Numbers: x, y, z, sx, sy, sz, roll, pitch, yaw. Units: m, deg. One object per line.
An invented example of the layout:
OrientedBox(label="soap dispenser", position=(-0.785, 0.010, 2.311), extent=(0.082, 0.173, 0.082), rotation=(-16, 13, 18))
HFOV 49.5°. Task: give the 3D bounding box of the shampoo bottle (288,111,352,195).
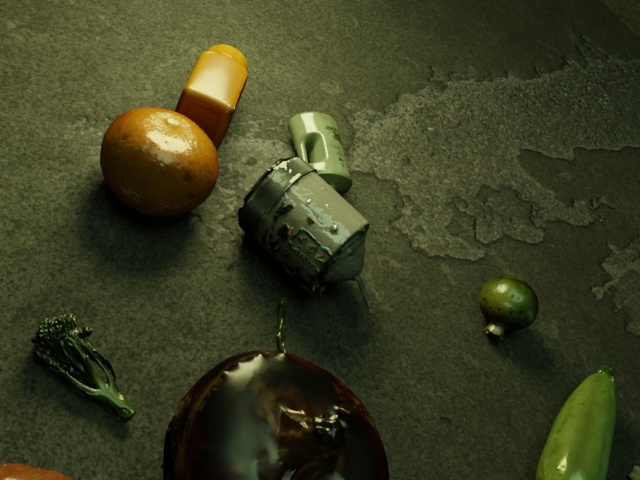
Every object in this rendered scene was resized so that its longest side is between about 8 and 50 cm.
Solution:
OrientedBox(label="shampoo bottle", position=(0.004, -0.169, 1.516), extent=(0.118, 0.087, 0.234), rotation=(6, 53, -27))

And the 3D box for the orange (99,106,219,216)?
OrientedBox(label="orange", position=(-0.298, -0.144, 1.289), extent=(0.224, 0.170, 0.224), rotation=(22, 31, -14))

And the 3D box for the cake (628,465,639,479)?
OrientedBox(label="cake", position=(0.656, 0.503, 1.365), extent=(0.052, 0.065, 0.121), rotation=(-17, 41, -35))

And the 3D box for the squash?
OrientedBox(label="squash", position=(0.498, 0.373, 1.330), extent=(0.118, 0.118, 0.370), rotation=(37, 44, 4))

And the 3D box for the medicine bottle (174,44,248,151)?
OrientedBox(label="medicine bottle", position=(-0.226, -0.311, 1.467), extent=(0.112, 0.149, 0.222), rotation=(22, 48, -11))

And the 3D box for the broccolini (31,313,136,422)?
OrientedBox(label="broccolini", position=(-0.365, 0.203, 1.076), extent=(0.091, 0.068, 0.203), rotation=(-37, 92, -29))

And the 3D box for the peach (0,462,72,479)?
OrientedBox(label="peach", position=(-0.376, 0.376, 0.845), extent=(0.232, 0.232, 0.233), rotation=(14, 50, -17))

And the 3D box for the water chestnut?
OrientedBox(label="water chestnut", position=(-0.052, 0.303, 0.973), extent=(0.350, 0.302, 0.351), rotation=(11, 55, -16))

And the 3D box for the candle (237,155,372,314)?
OrientedBox(label="candle", position=(0.000, 0.000, 1.322), extent=(0.330, 0.187, 0.187), rotation=(43, 48, 8))

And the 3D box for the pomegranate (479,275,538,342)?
OrientedBox(label="pomegranate", position=(0.393, 0.137, 1.465), extent=(0.130, 0.130, 0.130), rotation=(14, 50, -17))

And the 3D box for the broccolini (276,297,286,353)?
OrientedBox(label="broccolini", position=(-0.057, 0.187, 1.242), extent=(0.052, 0.054, 0.194), rotation=(-14, 59, -13))
